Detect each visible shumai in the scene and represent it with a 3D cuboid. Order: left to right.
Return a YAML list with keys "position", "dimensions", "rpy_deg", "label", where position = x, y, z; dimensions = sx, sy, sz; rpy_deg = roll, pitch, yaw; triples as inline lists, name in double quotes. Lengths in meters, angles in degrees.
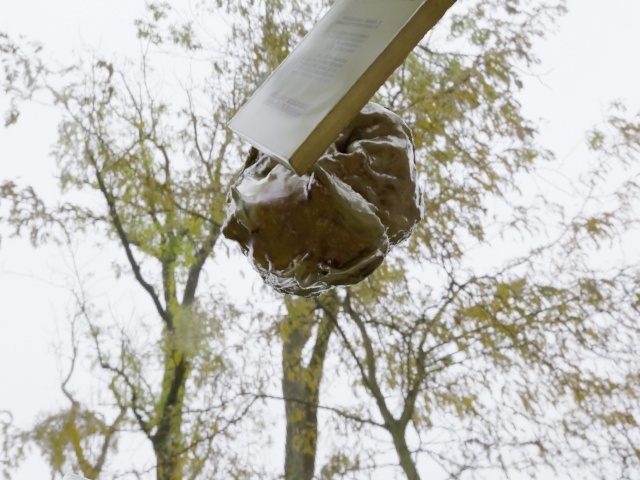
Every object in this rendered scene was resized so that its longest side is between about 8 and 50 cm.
- position: [0.000, 0.000, 0.817]
  dimensions: [0.267, 0.262, 0.314]
  rpy_deg: [19, -55, -8]
  label: "shumai"

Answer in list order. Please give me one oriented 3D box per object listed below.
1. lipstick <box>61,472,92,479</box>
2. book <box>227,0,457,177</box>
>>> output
- position: [-0.002, 0.225, 0.348]
  dimensions: [0.327, 0.087, 0.087]
  rpy_deg: [24, -54, -12]
  label: "lipstick"
- position: [0.017, -0.174, 0.613]
  dimensions: [0.231, 0.161, 0.026]
  rpy_deg: [-49, -55, -2]
  label: "book"
